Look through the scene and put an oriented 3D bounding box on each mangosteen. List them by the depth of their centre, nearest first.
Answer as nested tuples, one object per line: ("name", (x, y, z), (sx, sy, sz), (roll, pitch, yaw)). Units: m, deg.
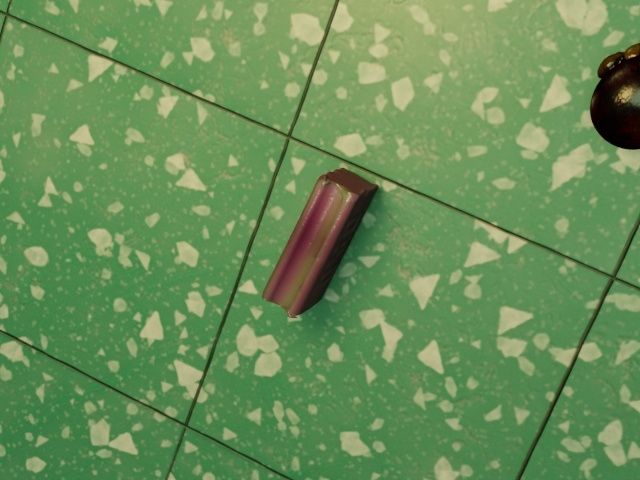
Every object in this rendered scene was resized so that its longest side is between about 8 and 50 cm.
("mangosteen", (0.400, -0.188, 1.365), (0.140, 0.140, 0.140), (4, 101, 18))

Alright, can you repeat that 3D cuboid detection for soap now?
("soap", (0.000, 0.000, 1.523), (0.065, 0.122, 0.203), (31, 109, 11))
